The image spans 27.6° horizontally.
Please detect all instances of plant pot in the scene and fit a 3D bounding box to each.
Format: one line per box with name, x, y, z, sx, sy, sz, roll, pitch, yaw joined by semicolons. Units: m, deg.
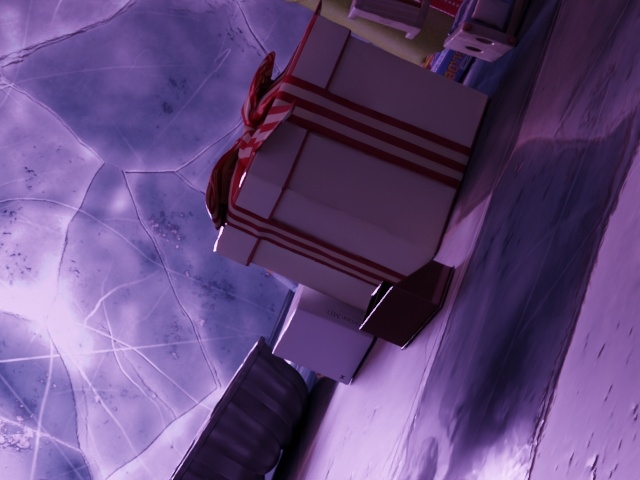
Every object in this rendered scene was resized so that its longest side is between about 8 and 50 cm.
plant pot;0.084;-0.379;1.760;0.276;0.254;0.276;-48;21;25

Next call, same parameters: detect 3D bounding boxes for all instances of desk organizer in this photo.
desk organizer;0.083;0.059;1.278;0.130;0.050;0.047;120;172;-64

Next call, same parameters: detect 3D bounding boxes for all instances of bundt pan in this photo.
bundt pan;-0.128;0.316;1.993;0.331;0.124;0.331;-57;0;1

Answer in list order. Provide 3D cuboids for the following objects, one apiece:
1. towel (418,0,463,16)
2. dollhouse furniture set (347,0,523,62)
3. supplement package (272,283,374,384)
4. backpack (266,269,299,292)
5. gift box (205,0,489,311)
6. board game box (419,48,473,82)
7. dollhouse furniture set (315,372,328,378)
towel;0.187;-0.413;1.589;0.275;0.198;0.031;-66;-8;8
dollhouse furniture set;0.143;-0.299;1.498;0.129;0.183;0.129;175;111;-85
supplement package;0.024;0.072;1.650;0.105;0.105;0.179;117;175;-45
backpack;0.000;0.000;2.071;0.188;0.144;0.166;-43;8;5
gift box;0.025;-0.100;1.497;0.276;0.258;0.255;117;175;-58
board game box;0.174;-0.254;1.855;0.136;0.035;0.201;-80;15;-48
dollhouse furniture set;0.042;0.129;1.805;0.081;0.091;0.114;-15;-9;-41
